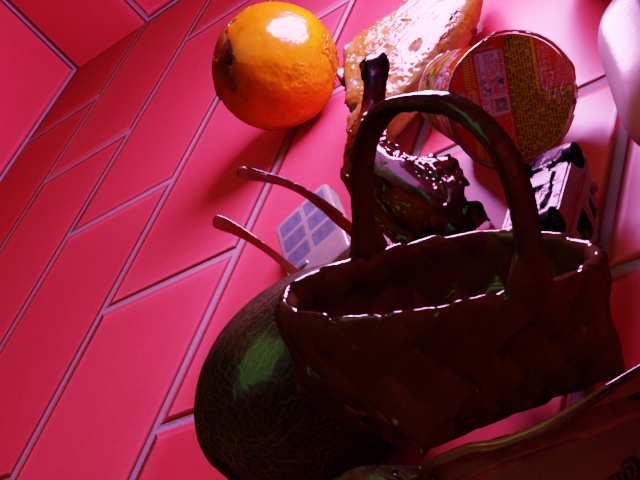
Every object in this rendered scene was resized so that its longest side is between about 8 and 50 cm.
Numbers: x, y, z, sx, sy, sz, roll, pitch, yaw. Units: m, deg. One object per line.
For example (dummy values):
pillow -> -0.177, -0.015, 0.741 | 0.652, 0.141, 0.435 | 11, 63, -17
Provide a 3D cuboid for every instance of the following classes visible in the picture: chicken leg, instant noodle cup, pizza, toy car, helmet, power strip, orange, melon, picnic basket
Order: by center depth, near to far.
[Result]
helmet -> 0.231, 0.211, 1.080 | 0.258, 0.137, 0.204 | -28, -14, 16
picnic basket -> 0.117, 0.007, 1.196 | 0.337, 0.337, 0.293 | -52, 28, -16
melon -> -0.005, 0.159, 1.404 | 0.301, 0.237, 0.237 | -47, 23, -21
toy car -> 0.275, -0.022, 1.422 | 0.089, 0.108, 0.209 | -27, 25, 38
chicken leg -> 0.100, -0.119, 1.697 | 0.158, 0.096, 0.407 | -27, 48, 5
instant noodle cup -> 0.232, -0.203, 1.707 | 0.193, 0.193, 0.212 | -46, 17, -3
power strip -> -0.004, 0.007, 1.881 | 0.118, 0.046, 0.270 | -40, 25, 11
pizza -> 0.143, -0.302, 2.056 | 0.278, 0.114, 0.409 | -12, 39, 49
orange -> -0.088, -0.332, 2.312 | 0.246, 0.246, 0.246 | -35, 26, 20

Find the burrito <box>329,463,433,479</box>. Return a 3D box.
burrito -> 0.013, 0.345, 1.259 | 0.347, 0.107, 0.175 | -47, 38, -1

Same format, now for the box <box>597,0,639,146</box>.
box -> 0.489, -0.250, 1.376 | 0.349, 0.141, 0.288 | -29, 33, 22

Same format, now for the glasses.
glasses -> 0.000, 0.000, 1.621 | 0.118, 0.268, 0.234 | -41, 14, 26
